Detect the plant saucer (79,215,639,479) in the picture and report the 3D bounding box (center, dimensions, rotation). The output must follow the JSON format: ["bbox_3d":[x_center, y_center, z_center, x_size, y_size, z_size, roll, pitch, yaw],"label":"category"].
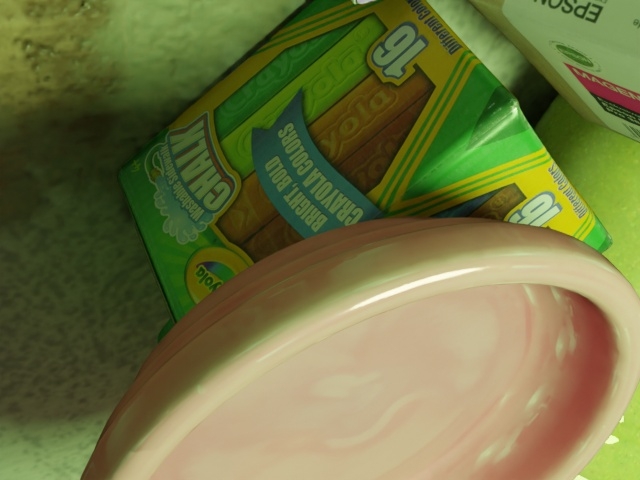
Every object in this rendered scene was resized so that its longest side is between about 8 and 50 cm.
[{"bbox_3d":[0.020,0.106,0.547,0.332,0.084,0.332,-18,138,-16],"label":"plant saucer"}]

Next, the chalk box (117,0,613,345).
[{"bbox_3d":[0.000,0.000,0.627,0.289,0.180,0.179,-39,139,8],"label":"chalk box"}]

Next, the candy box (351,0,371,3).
[{"bbox_3d":[0.076,-0.243,0.508,0.164,0.070,0.196,-19,139,-13],"label":"candy box"}]

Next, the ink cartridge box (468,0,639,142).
[{"bbox_3d":[0.217,-0.092,0.509,0.193,0.234,0.088,24,98,-51],"label":"ink cartridge box"}]

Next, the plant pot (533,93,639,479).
[{"bbox_3d":[0.216,0.020,0.745,0.276,0.276,0.254,10,114,-38],"label":"plant pot"}]
